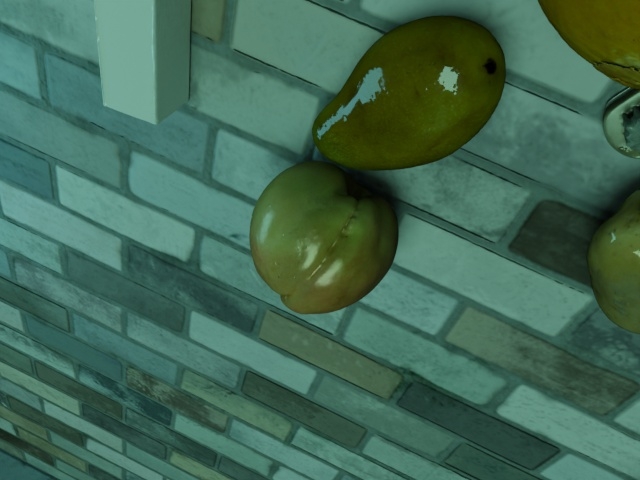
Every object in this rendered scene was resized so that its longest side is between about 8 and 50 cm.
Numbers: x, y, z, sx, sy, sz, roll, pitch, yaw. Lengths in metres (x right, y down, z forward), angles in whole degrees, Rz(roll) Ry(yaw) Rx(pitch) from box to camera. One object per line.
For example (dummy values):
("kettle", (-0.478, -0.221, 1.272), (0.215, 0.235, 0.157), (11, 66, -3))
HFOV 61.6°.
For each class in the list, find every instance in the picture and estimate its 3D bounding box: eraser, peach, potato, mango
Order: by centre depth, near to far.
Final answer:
("mango", (0.083, -0.136, 0.547), (0.136, 0.099, 0.227), (45, 140, -19))
("potato", (0.338, 0.026, 0.548), (0.118, 0.109, 0.178), (-25, 124, 0))
("eraser", (-0.188, -0.277, 0.569), (0.076, 0.078, 0.298), (22, 133, 8))
("peach", (0.000, 0.000, 0.647), (0.184, 0.184, 0.184), (13, 131, 15))

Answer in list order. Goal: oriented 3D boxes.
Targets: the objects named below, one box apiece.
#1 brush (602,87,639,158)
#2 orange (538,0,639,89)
("brush", (0.376, -0.162, 0.409), (0.070, 0.065, 0.327), (44, 131, -9))
("orange", (0.252, -0.202, 0.315), (0.246, 0.246, 0.246), (13, 131, 15))
